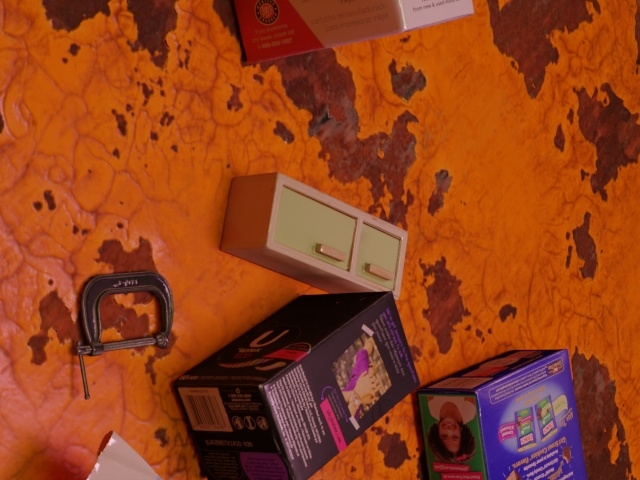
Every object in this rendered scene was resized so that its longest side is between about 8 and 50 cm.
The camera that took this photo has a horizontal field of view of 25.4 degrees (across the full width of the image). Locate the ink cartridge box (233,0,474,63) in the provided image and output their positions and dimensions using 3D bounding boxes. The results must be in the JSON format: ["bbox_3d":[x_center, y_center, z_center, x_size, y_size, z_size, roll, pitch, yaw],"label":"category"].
[{"bbox_3d":[0.006,-0.441,1.797,0.160,0.279,0.384,-22,103,-46],"label":"ink cartridge box"}]

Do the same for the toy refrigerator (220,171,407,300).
[{"bbox_3d":[0.000,0.000,1.892,0.269,0.094,0.102,24,69,-45],"label":"toy refrigerator"}]

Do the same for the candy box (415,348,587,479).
[{"bbox_3d":[0.285,0.347,2.160,0.268,0.122,0.317,-14,97,-48],"label":"candy box"}]

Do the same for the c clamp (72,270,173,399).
[{"bbox_3d":[-0.232,0.104,1.686,0.161,0.022,0.137,-12,91,-46],"label":"c clamp"}]

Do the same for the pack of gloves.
[{"bbox_3d":[-0.225,0.353,1.594,0.232,0.046,0.195,51,55,-39],"label":"pack of gloves"}]

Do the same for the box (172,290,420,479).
[{"bbox_3d":[-0.026,0.181,1.796,0.270,0.165,0.143,-33,111,-45],"label":"box"}]
